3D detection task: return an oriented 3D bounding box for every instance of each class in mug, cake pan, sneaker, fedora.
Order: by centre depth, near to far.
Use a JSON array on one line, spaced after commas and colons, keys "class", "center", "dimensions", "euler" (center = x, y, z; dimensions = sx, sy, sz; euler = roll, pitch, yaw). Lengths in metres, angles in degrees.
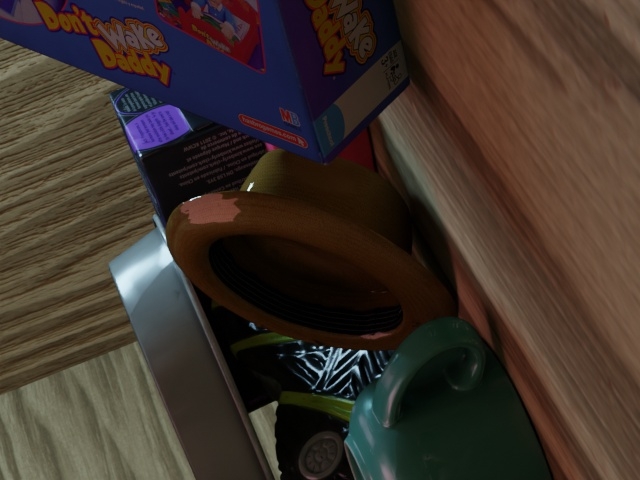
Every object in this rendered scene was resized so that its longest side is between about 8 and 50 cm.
[{"class": "mug", "center": [0.067, 0.122, 0.969], "dimensions": [0.129, 0.097, 0.158], "euler": [-158, 47, -82]}, {"class": "fedora", "center": [0.000, 0.000, 1.031], "dimensions": [0.194, 0.194, 0.079], "euler": [79, -157, -61]}, {"class": "sneaker", "center": [0.043, 0.137, 1.228], "dimensions": [0.147, 0.145, 0.384], "euler": [47, -169, -37]}, {"class": "cake pan", "center": [-0.094, 0.123, 1.284], "dimensions": [0.293, 0.054, 0.293], "euler": [158, 90, -84]}]

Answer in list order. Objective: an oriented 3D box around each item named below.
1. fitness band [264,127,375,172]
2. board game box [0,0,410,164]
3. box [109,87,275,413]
[{"class": "fitness band", "center": [-0.021, -0.107, 1.173], "dimensions": [0.291, 0.054, 0.209], "euler": [80, 167, -58]}, {"class": "board game box", "center": [-0.127, -0.198, 0.880], "dimensions": [0.347, 0.078, 0.233], "euler": [24, 145, 34]}, {"class": "box", "center": [-0.063, -0.014, 1.436], "dimensions": [0.165, 0.143, 0.270], "euler": [-123, 13, -60]}]
